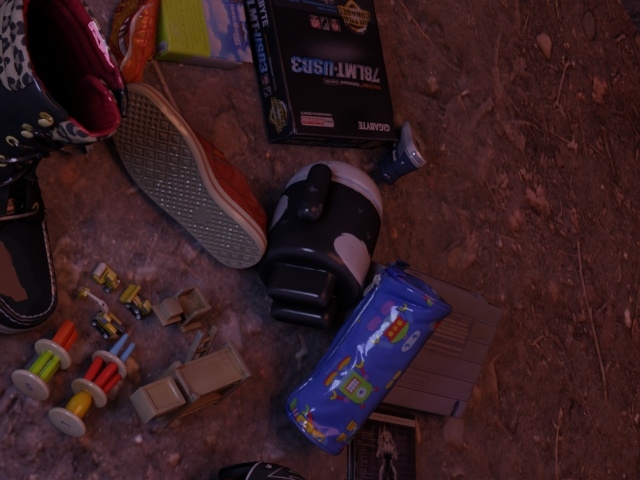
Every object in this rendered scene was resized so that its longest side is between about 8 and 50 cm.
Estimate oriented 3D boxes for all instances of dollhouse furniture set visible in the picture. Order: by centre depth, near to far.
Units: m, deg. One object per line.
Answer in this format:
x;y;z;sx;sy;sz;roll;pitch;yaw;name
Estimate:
-0.220;0.164;1.375;0.181;0.101;0.161;-15;68;-50;dollhouse furniture set

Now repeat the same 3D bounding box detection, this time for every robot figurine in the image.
-0.002;0.001;1.597;0.173;0.209;0.278;32;53;-19;robot figurine

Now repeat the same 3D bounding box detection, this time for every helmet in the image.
-0.077;0.385;1.388;0.169;0.161;0.170;19;64;-44;helmet

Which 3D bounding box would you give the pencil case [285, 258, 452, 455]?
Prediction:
0.067;0.177;1.542;0.133;0.119;0.306;36;94;-17;pencil case

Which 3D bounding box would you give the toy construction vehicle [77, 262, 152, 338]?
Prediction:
-0.274;0.081;1.359;0.098;0.035;0.086;54;44;-22;toy construction vehicle

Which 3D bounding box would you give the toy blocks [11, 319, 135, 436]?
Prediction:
-0.305;0.154;1.285;0.123;0.054;0.148;54;44;-24;toy blocks

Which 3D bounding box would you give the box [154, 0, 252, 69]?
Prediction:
-0.189;-0.331;1.585;0.178;0.042;0.109;-2;80;-50;box

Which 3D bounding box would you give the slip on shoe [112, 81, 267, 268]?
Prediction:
-0.186;-0.100;1.467;0.331;0.123;0.101;51;32;-31;slip on shoe

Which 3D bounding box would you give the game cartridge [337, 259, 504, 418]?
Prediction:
0.166;0.174;1.745;0.355;0.068;0.230;21;87;-44;game cartridge

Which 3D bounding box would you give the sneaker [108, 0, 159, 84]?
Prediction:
-0.270;-0.301;1.482;0.067;0.064;0.175;46;52;-51;sneaker

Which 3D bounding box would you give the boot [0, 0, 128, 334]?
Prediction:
-0.337;-0.092;1.148;0.138;0.284;0.378;-15;88;-50;boot

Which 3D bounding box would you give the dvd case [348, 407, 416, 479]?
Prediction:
0.105;0.395;1.708;0.164;0.018;0.221;19;65;-43;dvd case

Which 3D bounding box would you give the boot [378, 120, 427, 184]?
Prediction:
0.149;-0.166;1.912;0.069;0.086;0.190;53;16;-12;boot

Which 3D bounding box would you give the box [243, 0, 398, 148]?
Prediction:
0.004;-0.313;1.783;0.295;0.073;0.294;-2;79;-49;box

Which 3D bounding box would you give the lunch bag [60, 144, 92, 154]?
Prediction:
-0.337;-0.159;1.353;0.083;0.053;0.071;30;54;-28;lunch bag
